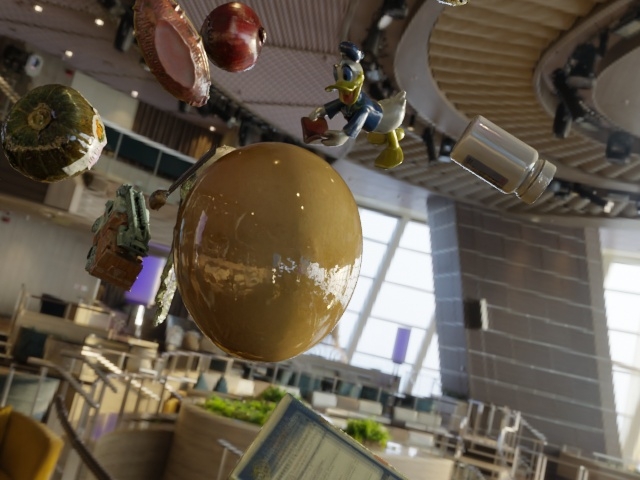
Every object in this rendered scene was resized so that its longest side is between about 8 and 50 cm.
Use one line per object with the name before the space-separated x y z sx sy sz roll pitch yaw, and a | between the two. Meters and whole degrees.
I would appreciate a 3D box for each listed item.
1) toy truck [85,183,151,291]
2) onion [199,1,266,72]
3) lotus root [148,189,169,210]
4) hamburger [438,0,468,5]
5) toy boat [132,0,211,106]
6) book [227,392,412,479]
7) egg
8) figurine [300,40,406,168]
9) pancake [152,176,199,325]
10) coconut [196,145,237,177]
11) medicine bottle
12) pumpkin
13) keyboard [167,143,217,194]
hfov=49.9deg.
toy truck | -0.547 -0.024 1.930 0.133 0.184 0.338 29 21 -28
onion | -0.160 -0.374 1.268 0.131 0.131 0.131 13 -9 2
lotus root | -0.377 -0.093 1.585 0.030 0.037 0.083 27 -25 -24
hamburger | 0.307 -0.697 1.490 0.277 0.318 0.195 23 -2 -35
toy boat | -0.341 -0.442 1.593 0.099 0.141 0.318 -121 -173 -57
book | 0.015 0.449 1.273 0.322 0.228 0.018 35 -50 6
egg | -0.083 0.015 1.091 0.301 0.374 0.301 6 -43 5
figurine | 0.074 -0.348 1.745 0.284 0.204 0.338 -19 -51 -5
pancake | -0.363 0.029 1.710 0.067 0.304 0.427 21 -31 -8
coconut | -0.328 -0.223 2.242 0.171 0.170 0.183 6 17 40
medicine bottle | 0.357 -0.157 1.350 0.187 0.102 0.103 33 -8 2
pumpkin | -0.683 -0.264 1.768 0.260 0.260 0.189 12 -25 9
keyboard | -0.368 -0.199 1.965 0.011 0.202 0.067 43 22 -23
